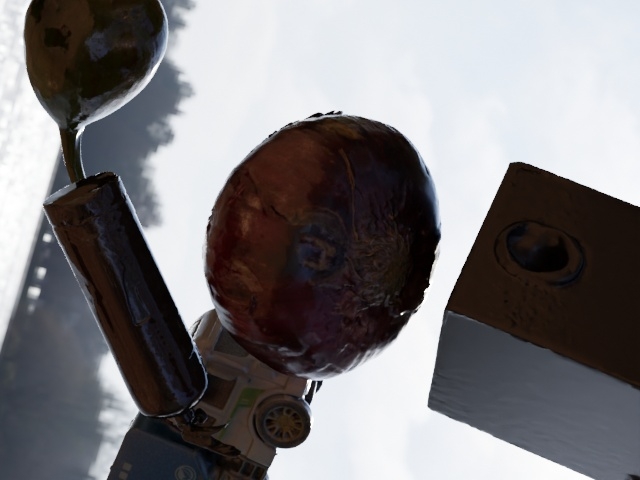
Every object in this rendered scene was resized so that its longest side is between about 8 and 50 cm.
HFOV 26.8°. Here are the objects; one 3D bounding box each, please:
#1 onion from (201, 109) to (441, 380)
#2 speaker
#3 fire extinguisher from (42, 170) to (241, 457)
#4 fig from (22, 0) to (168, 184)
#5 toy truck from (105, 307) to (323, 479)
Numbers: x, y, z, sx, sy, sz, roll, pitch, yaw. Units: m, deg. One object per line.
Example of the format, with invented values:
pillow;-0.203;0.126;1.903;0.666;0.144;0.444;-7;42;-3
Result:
onion;0.000;0.000;1.224;0.190;0.246;0.246;25;-78;36
speaker;0.250;0.087;1.234;0.232;0.254;0.184;90;24;-60
fire extinguisher;-0.149;0.073;1.167;0.089;0.267;0.072;-9;-159;41
fig;-0.257;-0.163;1.450;0.151;0.151;0.259;-94;-162;-58
toy truck;-0.127;0.247;1.394;0.146;0.175;0.367;-77;-169;-71
